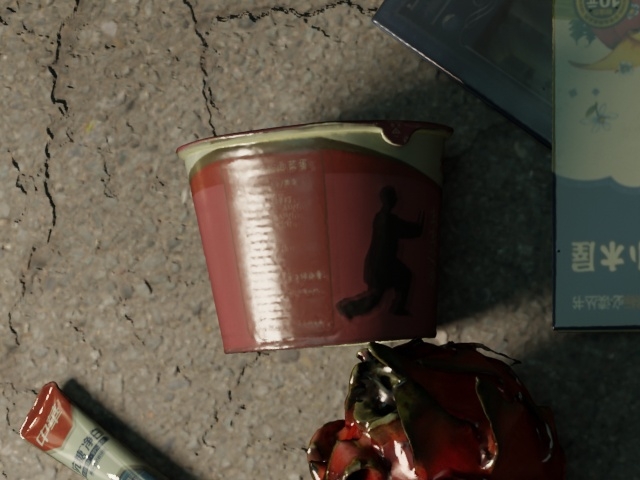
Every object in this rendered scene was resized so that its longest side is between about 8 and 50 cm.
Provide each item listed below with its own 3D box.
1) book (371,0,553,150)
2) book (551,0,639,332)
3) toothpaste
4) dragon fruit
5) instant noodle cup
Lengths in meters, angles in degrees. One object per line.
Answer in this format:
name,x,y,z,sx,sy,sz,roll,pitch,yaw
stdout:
book,0.199,-0.194,1.714,0.269,0.025,0.191,38,94,21
book,0.304,-0.085,1.639,0.228,0.018,0.322,-2,83,15
toothpaste,-0.170,0.211,1.757,0.239,0.039,0.062,33,98,24
dragon fruit,0.092,0.171,1.574,0.192,0.274,0.193,-21,28,21
instant noodle cup,0.000,0.000,1.648,0.234,0.235,0.178,-5,86,18
